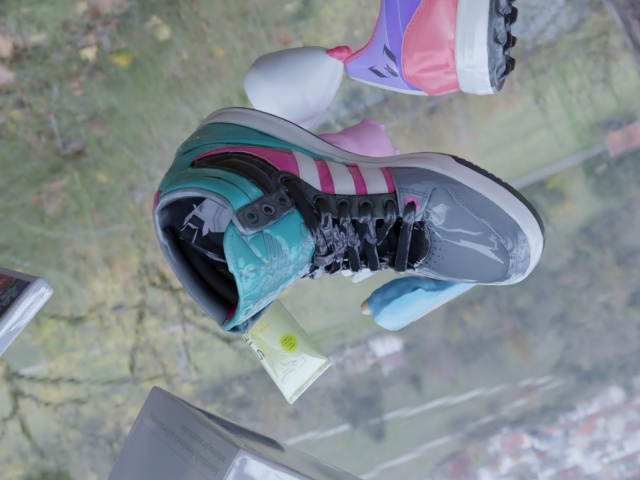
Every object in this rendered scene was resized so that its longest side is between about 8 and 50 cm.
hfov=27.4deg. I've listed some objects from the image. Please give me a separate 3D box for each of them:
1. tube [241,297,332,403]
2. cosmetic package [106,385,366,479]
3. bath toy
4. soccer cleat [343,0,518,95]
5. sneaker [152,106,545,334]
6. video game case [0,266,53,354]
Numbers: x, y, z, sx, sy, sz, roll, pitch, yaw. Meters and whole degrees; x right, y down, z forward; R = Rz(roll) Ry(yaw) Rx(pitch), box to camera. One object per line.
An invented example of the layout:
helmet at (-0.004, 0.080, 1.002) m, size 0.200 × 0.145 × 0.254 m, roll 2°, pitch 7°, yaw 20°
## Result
tube at (-0.083, 0.083, 1.616) m, size 0.062 × 0.240 × 0.070 m, roll -36°, pitch 168°, yaw -12°
cosmetic package at (0.017, 0.266, 1.015) m, size 0.365 × 0.155 × 0.197 m, roll 30°, pitch 175°, yaw -27°
bath toy at (0.043, -0.076, 1.485) m, size 0.129 × 0.348 × 0.151 m, roll -31°, pitch 169°, yaw 10°
soccer cleat at (0.077, -0.258, 0.910) m, size 0.116 × 0.318 × 0.108 m, roll 0°, pitch 175°, yaw 15°
sneaker at (0.000, 0.000, 0.954) m, size 0.178 × 0.295 × 0.124 m, roll -51°, pitch 150°, yaw -46°
video game case at (-0.334, 0.103, 1.124) m, size 0.183 × 0.201 × 0.023 m, roll 9°, pitch 145°, yaw 54°
